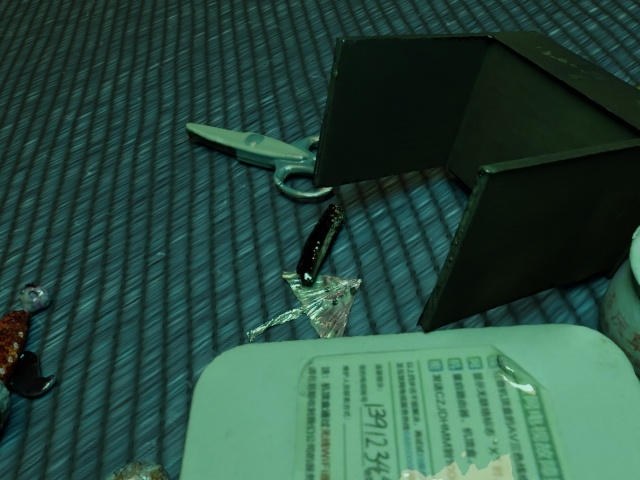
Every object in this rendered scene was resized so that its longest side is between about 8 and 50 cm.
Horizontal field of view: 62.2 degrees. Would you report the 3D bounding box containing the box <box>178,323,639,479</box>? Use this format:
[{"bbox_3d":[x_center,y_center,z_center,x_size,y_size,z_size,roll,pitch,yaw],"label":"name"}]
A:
[{"bbox_3d":[0.083,0.257,0.400,0.395,0.111,0.396,-5,50,6],"label":"box"}]

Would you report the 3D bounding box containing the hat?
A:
[{"bbox_3d":[-0.393,0.133,0.618,0.140,0.129,0.227,-23,27,20],"label":"hat"}]

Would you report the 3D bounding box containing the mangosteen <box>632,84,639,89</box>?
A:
[{"bbox_3d":[0.465,-0.126,0.573,0.302,0.275,0.275,-35,50,6],"label":"mangosteen"}]

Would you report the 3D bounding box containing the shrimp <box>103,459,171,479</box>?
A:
[{"bbox_3d":[-0.215,0.276,0.469,0.073,0.075,0.190,43,61,15],"label":"shrimp"}]

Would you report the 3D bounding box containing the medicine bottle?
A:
[{"bbox_3d":[0.349,0.063,0.495,0.147,0.143,0.147,-6,49,7],"label":"medicine bottle"}]

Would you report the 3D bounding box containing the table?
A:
[{"bbox_3d":[0.176,-0.081,0.566,0.281,0.196,0.251,-13,47,-26],"label":"table"}]

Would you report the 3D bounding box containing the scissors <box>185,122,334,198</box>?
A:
[{"bbox_3d":[-0.092,-0.139,0.819,0.288,0.041,0.138,19,54,20],"label":"scissors"}]

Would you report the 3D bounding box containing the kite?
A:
[{"bbox_3d":[-0.017,0.081,0.637,0.156,0.011,0.139,-25,47,-11],"label":"kite"}]

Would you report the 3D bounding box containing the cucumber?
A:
[{"bbox_3d":[-0.001,0.001,0.687,0.034,0.033,0.135,-21,31,49],"label":"cucumber"}]
